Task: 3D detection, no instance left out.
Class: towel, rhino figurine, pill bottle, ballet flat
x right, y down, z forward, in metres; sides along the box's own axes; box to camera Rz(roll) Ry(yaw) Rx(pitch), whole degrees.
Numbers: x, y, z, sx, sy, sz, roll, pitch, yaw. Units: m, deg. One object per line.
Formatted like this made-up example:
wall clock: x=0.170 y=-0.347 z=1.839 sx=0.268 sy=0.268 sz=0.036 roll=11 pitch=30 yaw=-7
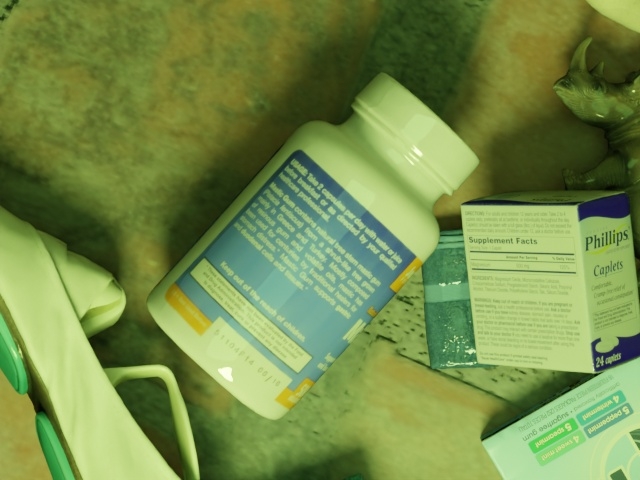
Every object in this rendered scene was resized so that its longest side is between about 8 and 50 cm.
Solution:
towel: x=0.120 y=0.050 z=1.576 sx=0.067 sy=0.029 sz=0.119 roll=-4 pitch=90 yaw=2
rhino figurine: x=0.256 y=-0.053 z=1.552 sx=0.106 sy=0.073 sz=0.243 roll=-16 pitch=88 yaw=5
pill bottle: x=0.000 y=0.000 z=1.518 sx=0.152 sy=0.152 sz=0.272 roll=43 pitch=91 yaw=1
ballet flat: x=-0.196 y=0.108 z=1.535 sx=0.139 sy=0.139 sz=0.400 roll=-28 pitch=78 yaw=1

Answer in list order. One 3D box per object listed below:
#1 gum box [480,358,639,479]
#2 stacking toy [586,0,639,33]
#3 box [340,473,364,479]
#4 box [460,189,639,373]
gum box: x=0.247 y=0.207 z=1.567 sx=0.157 sy=0.041 sz=0.184 roll=-31 pitch=89 yaw=2
stacking toy: x=0.390 y=-0.401 z=1.473 sx=0.480 sy=0.350 sz=0.350 roll=-28 pitch=89 yaw=-16
box: x=-0.064 y=0.284 z=1.564 sx=0.244 sy=0.060 sz=0.100 roll=-19 pitch=90 yaw=1
box: x=0.187 y=0.031 z=1.506 sx=0.072 sy=0.126 sz=0.137 roll=-14 pitch=101 yaw=-42
